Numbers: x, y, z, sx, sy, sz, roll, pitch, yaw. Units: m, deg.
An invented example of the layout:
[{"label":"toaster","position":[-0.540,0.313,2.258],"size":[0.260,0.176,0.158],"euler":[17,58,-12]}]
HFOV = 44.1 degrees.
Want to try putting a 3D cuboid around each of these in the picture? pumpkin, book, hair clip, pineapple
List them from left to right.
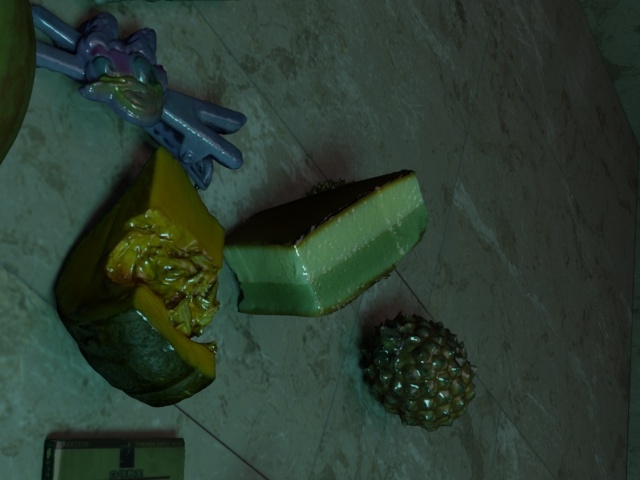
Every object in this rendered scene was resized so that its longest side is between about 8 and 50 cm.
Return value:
[{"label":"book","position":[-0.194,0.304,0.741],"size":[0.161,0.026,0.231],"euler":[19,66,-52]},{"label":"pumpkin","position":[-0.174,0.041,0.773],"size":[0.131,0.126,0.248],"euler":[45,28,-30]},{"label":"hair clip","position":[-0.179,-0.155,0.833],"size":[0.278,0.090,0.137],"euler":[40,42,-44]},{"label":"pineapple","position":[0.134,0.179,1.143],"size":[0.193,0.166,0.166],"euler":[50,44,-38]}]

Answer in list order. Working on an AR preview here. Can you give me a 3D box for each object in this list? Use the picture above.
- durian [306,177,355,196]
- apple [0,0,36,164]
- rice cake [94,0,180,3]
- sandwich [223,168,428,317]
[{"label":"durian","position":[0.060,-0.029,1.144],"size":[0.221,0.095,0.137],"euler":[-5,86,-62]},{"label":"apple","position":[-0.316,-0.120,0.493],"size":[0.257,0.257,0.234],"euler":[18,95,-52]},{"label":"rice cake","position":[-0.176,-0.302,0.908],"size":[0.256,0.052,0.057],"euler":[-27,107,-55]},{"label":"sandwich","position":[0.000,0.000,0.964],"size":[0.220,0.186,0.108],"euler":[-32,109,-36]}]
